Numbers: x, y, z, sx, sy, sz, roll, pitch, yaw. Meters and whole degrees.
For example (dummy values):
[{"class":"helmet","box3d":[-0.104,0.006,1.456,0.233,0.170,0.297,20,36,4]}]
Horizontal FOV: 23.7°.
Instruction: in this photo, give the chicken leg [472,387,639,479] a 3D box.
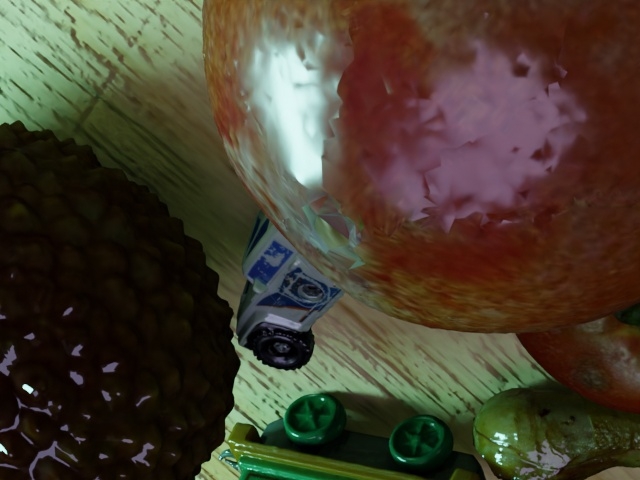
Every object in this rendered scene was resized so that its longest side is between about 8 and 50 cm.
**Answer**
[{"class":"chicken leg","box3d":[0.188,0.131,0.985,0.178,0.070,0.093,-6,140,8]}]

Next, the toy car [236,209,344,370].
[{"class":"toy car","box3d":[0.000,0.000,0.884,0.070,0.080,0.171,29,136,-13]}]

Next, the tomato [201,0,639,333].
[{"class":"tomato","box3d":[0.073,-0.086,0.649,0.265,0.265,0.265,8,137,8]}]

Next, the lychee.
[{"class":"lychee","box3d":[-0.184,0.053,0.871,0.267,0.267,0.267,8,137,8]}]

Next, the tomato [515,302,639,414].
[{"class":"tomato","box3d":[0.199,0.021,0.850,0.225,0.085,0.225,9,134,9]}]

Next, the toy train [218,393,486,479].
[{"class":"toy train","box3d":[0.020,0.184,1.019,0.227,0.136,0.091,10,140,29]}]
